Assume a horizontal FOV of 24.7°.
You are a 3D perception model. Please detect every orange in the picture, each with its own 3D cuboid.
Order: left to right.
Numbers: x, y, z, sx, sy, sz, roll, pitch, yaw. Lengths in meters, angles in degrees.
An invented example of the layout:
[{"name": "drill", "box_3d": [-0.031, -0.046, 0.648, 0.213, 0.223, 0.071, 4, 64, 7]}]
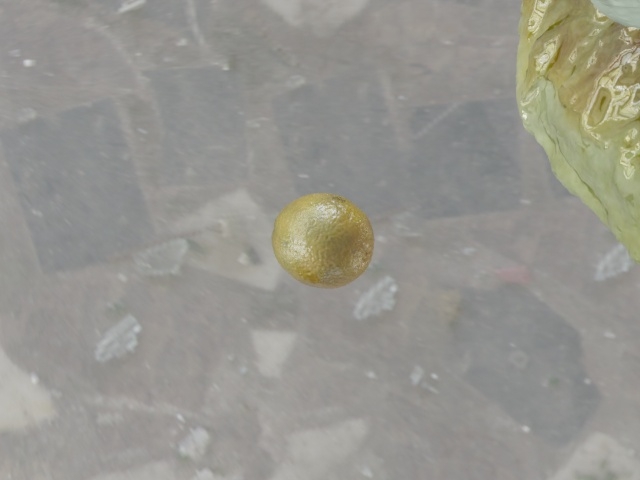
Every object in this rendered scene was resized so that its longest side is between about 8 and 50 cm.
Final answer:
[{"name": "orange", "box_3d": [0.000, 0.000, 1.297, 0.095, 0.085, 0.085, 12, 94, 26]}]

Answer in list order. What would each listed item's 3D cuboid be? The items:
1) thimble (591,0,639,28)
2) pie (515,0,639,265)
[{"name": "thimble", "box_3d": [0.145, -0.153, 0.374, 0.237, 0.237, 0.150, -22, 85, -12]}, {"name": "pie", "box_3d": [0.192, -0.116, 0.597, 0.071, 0.306, 0.306, 23, 90, -30]}]
